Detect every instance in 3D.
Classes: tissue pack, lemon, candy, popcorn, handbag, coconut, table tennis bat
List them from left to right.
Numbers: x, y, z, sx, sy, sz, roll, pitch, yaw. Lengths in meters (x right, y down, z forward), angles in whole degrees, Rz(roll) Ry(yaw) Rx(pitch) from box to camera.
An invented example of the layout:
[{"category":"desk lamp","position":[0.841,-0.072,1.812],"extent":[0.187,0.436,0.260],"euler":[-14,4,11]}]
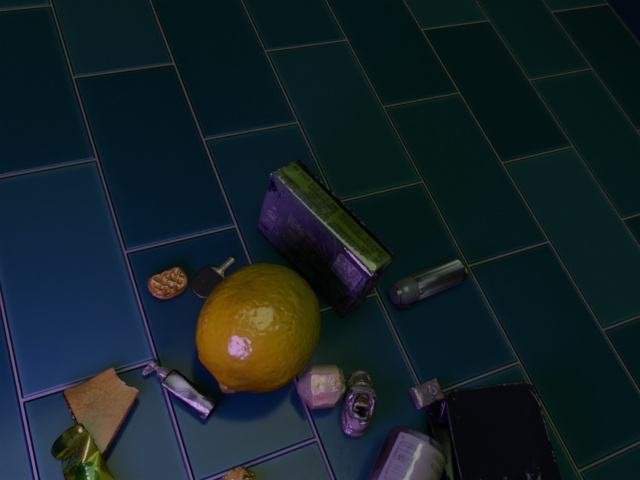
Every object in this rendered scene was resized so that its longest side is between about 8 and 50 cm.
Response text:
[{"category":"candy","position":[-0.531,0.551,1.461],"extent":[0.069,0.149,0.246],"euler":[1,55,-55]},{"category":"table tennis bat","position":[-0.303,0.102,1.827],"extent":[0.087,0.013,0.156],"euler":[39,60,10]},{"category":"popcorn","position":[-0.188,0.588,1.559],"extent":[0.084,0.084,0.084],"euler":[6,60,-11]},{"category":"lemon","position":[-0.154,0.220,1.626],"extent":[0.336,0.336,0.336],"euler":[6,60,-11]},{"category":"coconut","position":[-0.003,0.384,1.684],"extent":[0.122,0.116,0.116],"euler":[-2,62,-16]},{"category":"tissue pack","position":[0.000,0.000,1.800],"extent":[0.394,0.288,0.124],"euler":[45,58,13]},{"category":"tissue pack","position":[0.298,0.429,1.777],"extent":[0.083,0.035,0.063],"euler":[-16,67,-22]},{"category":"handbag","position":[0.461,0.557,1.691],"extent":[0.303,0.122,0.329],"euler":[0,63,-21]}]

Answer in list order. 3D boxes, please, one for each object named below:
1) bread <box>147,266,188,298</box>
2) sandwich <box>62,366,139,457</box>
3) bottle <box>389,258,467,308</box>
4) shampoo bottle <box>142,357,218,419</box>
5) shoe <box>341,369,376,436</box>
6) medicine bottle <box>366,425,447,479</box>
[{"category":"bread","position":[-0.422,0.118,1.771],"extent":[0.110,0.044,0.083],"euler":[-23,70,-27]},{"category":"sandwich","position":[-0.519,0.421,1.567],"extent":[0.162,0.058,0.193],"euler":[-25,71,-25]},{"category":"bottle","position":[0.328,0.133,1.932],"extent":[0.253,0.079,0.096],"euler":[-18,105,-24]},{"category":"shampoo bottle","position":[-0.360,0.377,1.632],"extent":[0.207,0.057,0.063],"euler":[35,66,9]},{"category":"shoe","position":[0.102,0.424,1.697],"extent":[0.089,0.092,0.180],"euler":[11,59,-7]},{"category":"medicine bottle","position":[0.193,0.615,1.572],"extent":[0.165,0.165,0.273],"euler":[30,60,4]}]
